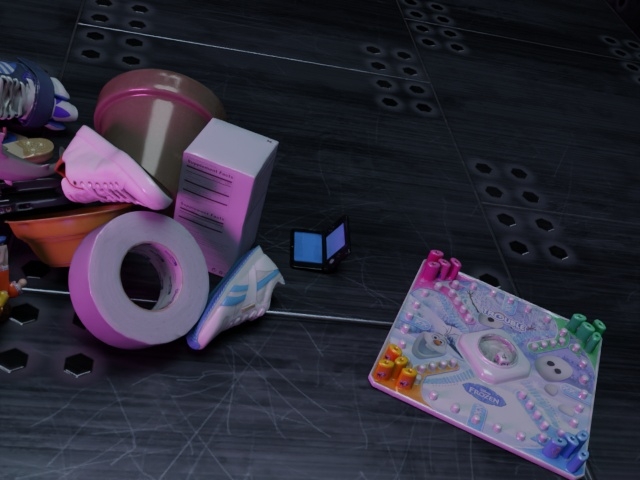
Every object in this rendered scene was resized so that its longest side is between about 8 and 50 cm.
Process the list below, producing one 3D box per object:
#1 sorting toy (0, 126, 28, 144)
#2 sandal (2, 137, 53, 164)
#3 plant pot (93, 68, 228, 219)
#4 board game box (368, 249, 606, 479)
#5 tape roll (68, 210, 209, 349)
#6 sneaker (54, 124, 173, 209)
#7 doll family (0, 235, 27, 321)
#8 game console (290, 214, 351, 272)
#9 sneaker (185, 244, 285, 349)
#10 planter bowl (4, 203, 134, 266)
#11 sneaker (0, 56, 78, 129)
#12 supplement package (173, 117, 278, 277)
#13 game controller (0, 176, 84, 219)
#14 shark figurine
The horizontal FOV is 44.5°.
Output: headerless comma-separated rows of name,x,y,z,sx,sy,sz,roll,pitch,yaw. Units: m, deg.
sorting toy,-0.689,-0.207,1.568,0.274,0.046,0.132,19,38,2
sandal,-0.614,-0.171,1.458,0.240,0.079,0.088,-24,52,-40
plant pot,-0.322,-0.163,1.523,0.263,0.263,0.229,9,57,-10
board game box,0.328,0.204,1.449,0.390,0.050,0.390,24,39,9
tape roll,-0.291,0.065,1.270,0.219,0.072,0.219,15,67,-39
sneaker,-0.358,-0.093,1.330,0.290,0.106,0.123,31,78,43
doll family,-0.575,0.091,1.172,0.263,0.163,0.118,-6,12,-25
game console,0.000,0.000,1.559,0.071,0.107,0.122,34,32,-26
sneaker,-0.144,0.110,1.355,0.092,0.087,0.229,47,53,-12
planter bowl,-0.426,-0.006,1.357,0.217,0.090,0.217,-7,7,1
sneaker,-0.606,-0.291,1.573,0.236,0.130,0.323,14,13,-20
supplement package,-0.181,-0.076,1.440,0.134,0.244,0.139,20,38,4
game controller,-0.587,-0.059,1.380,0.319,0.067,0.166,-11,23,-30
shark figurine,-0.541,-0.156,1.365,0.278,0.116,0.166,11,52,-29
